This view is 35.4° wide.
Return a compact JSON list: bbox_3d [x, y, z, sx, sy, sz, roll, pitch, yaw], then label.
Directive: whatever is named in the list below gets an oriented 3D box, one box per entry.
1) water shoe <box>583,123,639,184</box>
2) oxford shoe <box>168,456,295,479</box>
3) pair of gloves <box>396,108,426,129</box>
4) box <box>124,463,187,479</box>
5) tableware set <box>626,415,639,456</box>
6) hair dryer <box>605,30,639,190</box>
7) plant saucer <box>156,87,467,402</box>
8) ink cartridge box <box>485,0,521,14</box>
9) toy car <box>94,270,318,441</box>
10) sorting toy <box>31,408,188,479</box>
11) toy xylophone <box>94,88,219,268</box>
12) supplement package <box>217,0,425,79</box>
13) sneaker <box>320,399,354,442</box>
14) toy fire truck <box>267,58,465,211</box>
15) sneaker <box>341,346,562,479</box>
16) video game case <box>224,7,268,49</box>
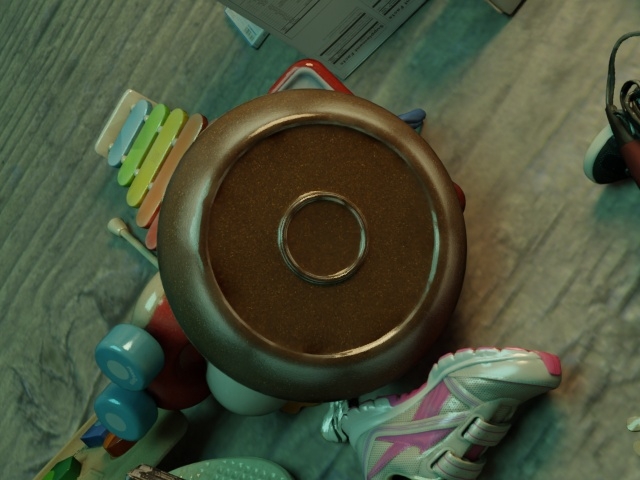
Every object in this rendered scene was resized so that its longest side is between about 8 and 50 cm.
[{"bbox_3d":[0.331,-0.091,0.904,0.203,0.073,0.080,-32,54,32],"label":"water shoe"},{"bbox_3d":[-0.204,0.400,1.192,0.449,0.130,0.169,-33,37,12],"label":"oxford shoe"},{"bbox_3d":[0.025,-0.105,1.170,0.198,0.159,0.023,-25,84,35],"label":"pair of gloves"},{"bbox_3d":[-0.080,0.384,0.960,0.307,0.076,0.243,19,86,3],"label":"box"},{"bbox_3d":[0.302,0.152,0.678,0.128,0.039,0.194,-55,42,12],"label":"tableware set"},{"bbox_3d":[0.307,-0.024,0.824,0.223,0.080,0.294,-113,21,-78],"label":"hair dryer"},{"bbox_3d":[0.000,0.000,0.964,0.050,0.310,0.311,150,137,-76],"label":"plant saucer"},{"bbox_3d":[0.208,-0.415,1.084,0.273,0.197,0.114,-52,42,14],"label":"ink cartridge box"},{"bbox_3d":[-0.108,0.149,1.185,0.219,0.238,0.210,-51,-16,-41],"label":"toy car"},{"bbox_3d":[-0.320,0.317,1.271,0.307,0.041,0.229,-48,23,-23],"label":"sorting toy"},{"bbox_3d":[-0.233,-0.085,1.465,0.322,0.081,0.236,28,93,48],"label":"toy xylophone"},{"bbox_3d":[-0.018,-0.377,1.246,0.198,0.262,0.199,-41,47,25],"label":"supplement package"},{"bbox_3d":[0.028,0.185,1.120,0.037,0.032,0.083,5,80,32],"label":"sneaker"},{"bbox_3d":[0.013,-0.006,1.055,0.254,0.302,0.169,-47,2,14],"label":"toy fire truck"},{"bbox_3d":[0.133,0.184,0.968,0.252,0.103,0.111,-37,53,36],"label":"sneaker"},{"bbox_3d":[-0.071,-0.377,1.485,0.166,0.015,0.119,-51,43,16],"label":"video game case"}]
